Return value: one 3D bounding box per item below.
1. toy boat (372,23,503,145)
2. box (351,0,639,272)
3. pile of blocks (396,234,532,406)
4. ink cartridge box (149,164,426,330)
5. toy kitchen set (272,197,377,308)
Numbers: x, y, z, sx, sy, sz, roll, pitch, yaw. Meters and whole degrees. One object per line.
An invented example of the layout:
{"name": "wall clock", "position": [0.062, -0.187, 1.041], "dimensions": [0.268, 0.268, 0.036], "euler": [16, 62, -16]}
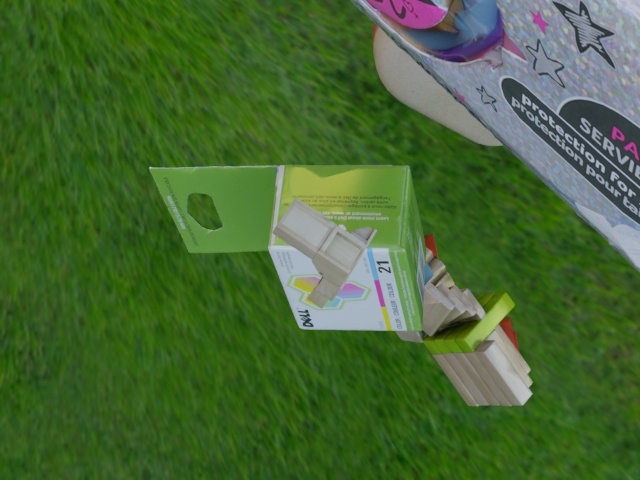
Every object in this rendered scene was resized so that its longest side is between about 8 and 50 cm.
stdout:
{"name": "toy boat", "position": [0.159, -0.211, 1.632], "dimensions": [0.231, 0.151, 0.151], "euler": [25, 137, -36]}
{"name": "box", "position": [0.096, -0.114, 0.448], "dimensions": [0.163, 0.142, 0.247], "euler": [-40, 67, -10]}
{"name": "pile of blocks", "position": [0.124, 0.039, 1.811], "dimensions": [0.362, 0.149, 0.112], "euler": [42, 63, 5]}
{"name": "ink cartridge box", "position": [-0.030, 0.010, 1.536], "dimensions": [0.255, 0.189, 0.097], "euler": [0, 63, 10]}
{"name": "toy kitchen set", "position": [0.000, 0.000, 1.335], "dimensions": [0.075, 0.083, 0.068], "euler": [33, 61, 0]}
